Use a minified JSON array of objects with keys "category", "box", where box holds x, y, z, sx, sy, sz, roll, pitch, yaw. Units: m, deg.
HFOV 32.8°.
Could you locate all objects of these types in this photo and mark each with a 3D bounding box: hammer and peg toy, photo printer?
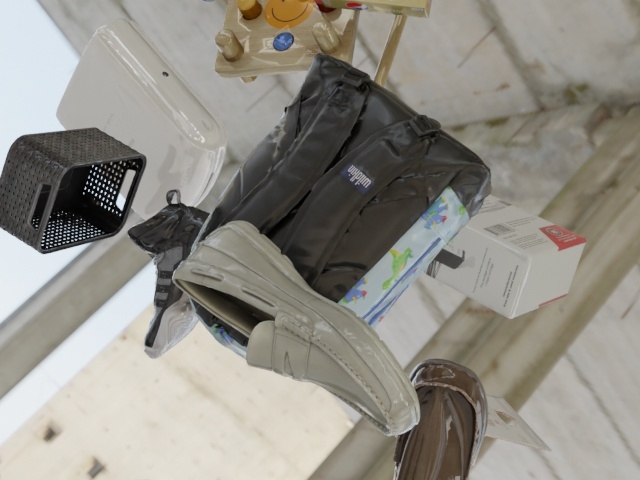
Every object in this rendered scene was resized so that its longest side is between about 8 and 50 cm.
[{"category":"hammer and peg toy","box":[-0.002,-0.400,1.897,0.361,0.266,0.127,0,-26,21]},{"category":"photo printer","box":[-0.302,-0.189,1.872,0.307,0.107,0.256,49,-44,6]}]

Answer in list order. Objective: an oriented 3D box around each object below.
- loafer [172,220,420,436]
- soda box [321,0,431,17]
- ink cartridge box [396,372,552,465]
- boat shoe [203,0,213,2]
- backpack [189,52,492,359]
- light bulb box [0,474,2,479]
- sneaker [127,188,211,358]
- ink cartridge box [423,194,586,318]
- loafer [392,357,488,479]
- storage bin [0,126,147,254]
[{"category":"loafer","box":[-0.029,0.105,1.156,0.319,0.111,0.112,38,-27,30]},{"category":"soda box","box":[0.092,-0.410,1.779,0.181,0.061,0.058,9,-3,12]},{"category":"ink cartridge box","box":[0.243,0.324,1.959,0.261,0.066,0.296,17,7,-10]},{"category":"boat shoe","box":[-0.274,-0.585,2.148,0.258,0.109,0.089,58,-5,-3]},{"category":"backpack","box":[0.000,0.000,1.352,0.290,0.355,0.273,36,-15,23]},{"category":"light bulb box","box":[-0.706,0.453,1.959,0.361,0.225,0.358,98,-27,-65]},{"category":"sneaker","box":[-0.238,0.048,1.686,0.153,0.101,0.269,36,-67,10]},{"category":"ink cartridge box","box":[0.263,0.005,1.788,0.272,0.197,0.114,30,-64,33]},{"category":"loafer","box":[0.177,0.352,1.666,0.133,0.130,0.366,8,-63,11]},{"category":"storage bin","box":[-0.312,-0.065,1.355,0.084,0.180,0.122,30,-70,18]}]
